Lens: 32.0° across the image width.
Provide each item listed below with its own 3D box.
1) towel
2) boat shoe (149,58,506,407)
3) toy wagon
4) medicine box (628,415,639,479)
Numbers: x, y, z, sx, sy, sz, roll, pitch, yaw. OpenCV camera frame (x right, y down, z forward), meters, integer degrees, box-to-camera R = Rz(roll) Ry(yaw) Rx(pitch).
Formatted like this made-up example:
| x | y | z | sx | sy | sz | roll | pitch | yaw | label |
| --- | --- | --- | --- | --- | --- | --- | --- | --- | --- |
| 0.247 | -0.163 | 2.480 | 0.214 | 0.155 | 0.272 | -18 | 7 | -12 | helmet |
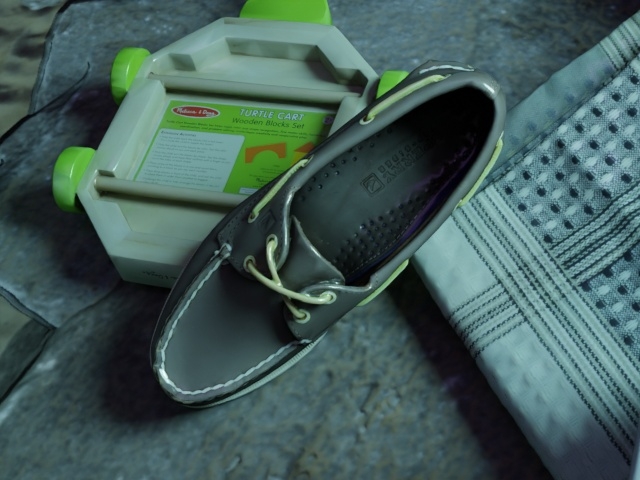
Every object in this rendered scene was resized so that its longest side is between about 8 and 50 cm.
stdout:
| x | y | z | sx | sy | sz | roll | pitch | yaw | label |
| --- | --- | --- | --- | --- | --- | --- | --- | --- | --- |
| 0.224 | -0.010 | 0.736 | 0.312 | 0.056 | 0.324 | -41 | 47 | 16 | towel |
| 0.000 | 0.000 | 0.777 | 0.324 | 0.097 | 0.117 | -41 | 92 | 4 | boat shoe |
| -0.057 | -0.109 | 0.949 | 0.267 | 0.068 | 0.344 | 8 | 56 | 19 | toy wagon |
| 0.270 | 0.185 | 0.513 | 0.263 | 0.149 | 0.289 | 9 | 77 | 21 | medicine box |
